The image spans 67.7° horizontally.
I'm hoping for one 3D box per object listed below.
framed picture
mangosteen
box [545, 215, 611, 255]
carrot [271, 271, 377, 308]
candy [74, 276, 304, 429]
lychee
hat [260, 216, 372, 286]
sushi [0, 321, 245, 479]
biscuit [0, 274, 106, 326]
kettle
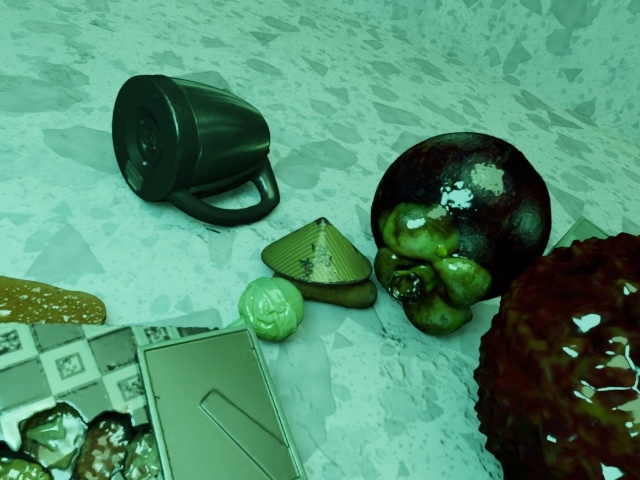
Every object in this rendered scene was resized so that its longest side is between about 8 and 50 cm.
[{"bbox_3d":[-0.116,0.200,0.546,0.150,0.015,0.203,-7,58,-32],"label":"framed picture"},{"bbox_3d":[0.231,-0.020,0.820,0.329,0.330,0.330,14,41,-13],"label":"mangosteen"},{"bbox_3d":[0.601,0.087,1.038,0.225,0.118,0.225,42,42,20],"label":"box"},{"bbox_3d":[0.008,0.076,0.792,0.186,0.060,0.060,11,42,-17],"label":"carrot"},{"bbox_3d":[-0.158,0.147,0.634,0.335,0.093,0.092,-30,21,-35],"label":"candy"},{"bbox_3d":[0.418,0.192,0.612,0.425,0.425,0.499,49,26,26],"label":"lychee"},{"bbox_3d":[0.000,0.000,0.797,0.192,0.082,0.193,9,21,-3],"label":"hat"},{"bbox_3d":[-0.226,0.218,0.519,0.289,0.050,0.264,8,52,-22],"label":"sushi"},{"bbox_3d":[-0.371,0.127,0.560,0.192,0.036,0.186,14,44,-14],"label":"biscuit"},{"bbox_3d":[-0.189,-0.175,0.859,0.250,0.207,0.271,39,34,26],"label":"kettle"}]
